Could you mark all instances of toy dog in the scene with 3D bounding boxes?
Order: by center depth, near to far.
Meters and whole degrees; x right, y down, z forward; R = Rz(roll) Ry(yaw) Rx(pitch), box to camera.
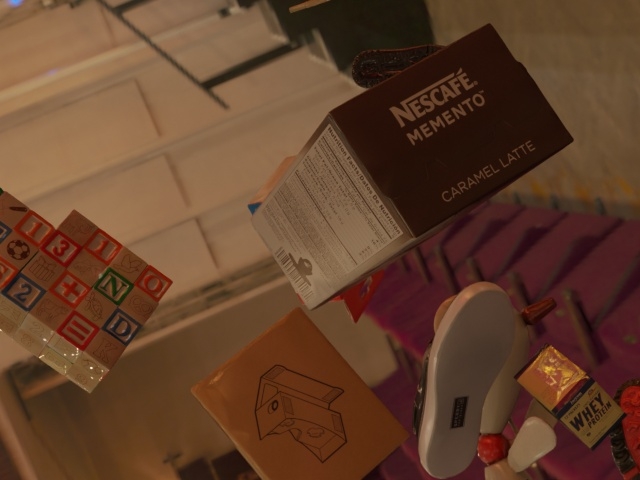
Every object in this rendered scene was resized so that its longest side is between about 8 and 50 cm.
[{"bbox_3d":[0.270,0.206,1.329,0.220,0.161,0.333,-65,-44,-71],"label":"toy dog"}]

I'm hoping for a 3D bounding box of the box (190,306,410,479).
[{"bbox_3d":[-0.022,0.198,1.125,0.201,0.164,0.021,49,155,11],"label":"box"}]

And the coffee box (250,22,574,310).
[{"bbox_3d":[0.053,-0.042,0.729,0.098,0.141,0.246,57,158,4],"label":"coffee box"}]

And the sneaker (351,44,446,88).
[{"bbox_3d":[0.099,-0.162,0.958,0.170,0.089,0.051,13,100,40],"label":"sneaker"}]

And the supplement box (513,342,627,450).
[{"bbox_3d":[0.273,0.171,1.082,0.083,0.056,0.083,43,-179,-31],"label":"supplement box"}]

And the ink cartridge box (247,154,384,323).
[{"bbox_3d":[0.000,0.000,1.456,0.231,0.078,0.134,63,-141,-25],"label":"ink cartridge box"}]

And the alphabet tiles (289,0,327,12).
[{"bbox_3d":[0.123,-0.401,1.469,0.342,0.285,0.011,-40,-65,-57],"label":"alphabet tiles"}]

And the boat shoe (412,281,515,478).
[{"bbox_3d":[0.134,0.130,0.987,0.076,0.080,0.228,-119,28,-56],"label":"boat shoe"}]

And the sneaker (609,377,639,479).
[{"bbox_3d":[0.413,0.275,1.116,0.261,0.104,0.125,59,-169,12],"label":"sneaker"}]

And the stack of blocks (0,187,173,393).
[{"bbox_3d":[-0.371,0.043,1.322,0.297,0.171,0.087,37,139,-7],"label":"stack of blocks"}]
